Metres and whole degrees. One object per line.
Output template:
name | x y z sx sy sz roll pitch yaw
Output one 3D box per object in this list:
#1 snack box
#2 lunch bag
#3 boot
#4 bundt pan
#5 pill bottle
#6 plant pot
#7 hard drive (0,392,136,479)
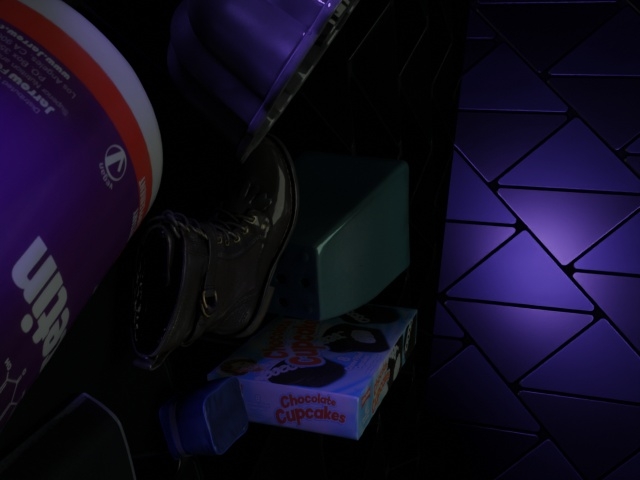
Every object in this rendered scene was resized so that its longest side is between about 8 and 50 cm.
snack box | 0.004 0.154 1.028 0.322 0.187 0.060 -35 128 -68
lunch bag | -0.126 0.188 0.836 0.098 0.065 0.067 -25 102 -68
boot | -0.107 -0.003 0.799 0.229 0.091 0.263 17 80 -72
bundt pan | -0.032 -0.242 0.736 0.331 0.124 0.331 -54 -174 9
pill bottle | -0.211 0.026 0.339 0.323 0.181 0.181 -68 155 -43
plant pot | 0.000 0.000 1.036 0.234 0.165 0.165 -42 134 -54
hard drive | -0.204 0.274 0.629 0.172 0.054 0.255 -44 136 -64
